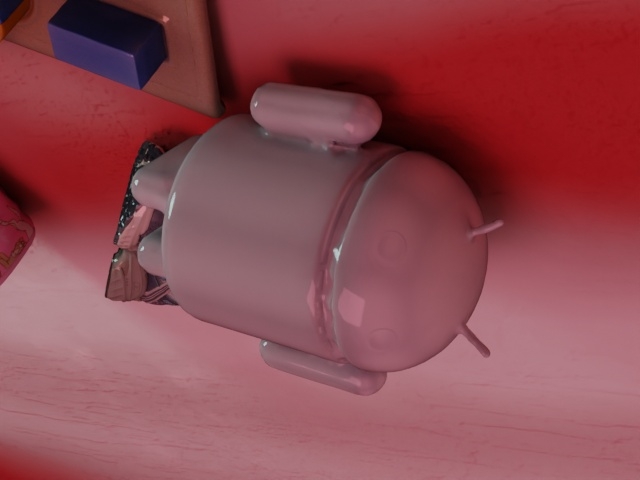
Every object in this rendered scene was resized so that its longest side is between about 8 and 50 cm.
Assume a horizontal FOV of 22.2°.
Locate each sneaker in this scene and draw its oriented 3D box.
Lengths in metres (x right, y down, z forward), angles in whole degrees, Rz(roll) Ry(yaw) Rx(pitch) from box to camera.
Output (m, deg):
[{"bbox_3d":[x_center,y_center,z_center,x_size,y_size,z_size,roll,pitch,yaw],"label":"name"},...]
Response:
[{"bbox_3d":[-0.153,-0.013,1.732,0.122,0.110,0.283,13,155,-4],"label":"sneaker"}]

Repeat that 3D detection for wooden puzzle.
[{"bbox_3d":[-0.251,-0.248,1.436,0.322,0.080,0.348,21,151,18],"label":"wooden puzzle"}]

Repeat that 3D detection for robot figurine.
[{"bbox_3d":[0.000,0.000,1.463,0.353,0.200,0.300,16,126,28],"label":"robot figurine"}]

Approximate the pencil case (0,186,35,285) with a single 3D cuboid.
[{"bbox_3d":[-0.503,-0.076,1.866,0.386,0.167,0.160,43,174,-26],"label":"pencil case"}]
